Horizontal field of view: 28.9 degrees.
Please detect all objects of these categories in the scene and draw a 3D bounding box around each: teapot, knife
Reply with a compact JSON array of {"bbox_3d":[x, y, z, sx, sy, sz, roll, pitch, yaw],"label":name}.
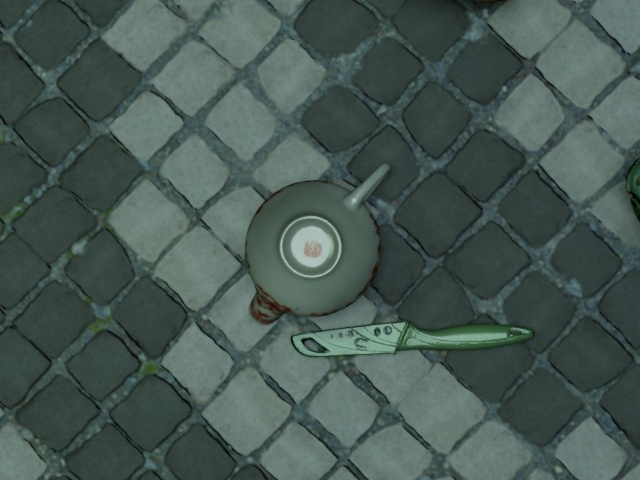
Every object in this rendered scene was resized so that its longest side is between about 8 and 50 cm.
[{"bbox_3d":[0.000,0.000,1.469,0.245,0.116,0.159,-42,75,-4],"label":"teapot"},{"bbox_3d":[0.110,0.116,1.492,0.293,0.020,0.043,-5,90,5],"label":"knife"}]

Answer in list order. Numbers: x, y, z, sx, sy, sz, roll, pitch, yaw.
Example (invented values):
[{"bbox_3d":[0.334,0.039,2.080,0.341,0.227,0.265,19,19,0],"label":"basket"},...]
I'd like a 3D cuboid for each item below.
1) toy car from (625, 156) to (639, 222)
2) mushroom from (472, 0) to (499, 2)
[{"bbox_3d":[0.463,0.019,1.381,0.136,0.125,0.305,-26,83,4],"label":"toy car"},{"bbox_3d":[0.161,-0.395,1.404,0.189,0.195,0.253,-7,101,-3],"label":"mushroom"}]
